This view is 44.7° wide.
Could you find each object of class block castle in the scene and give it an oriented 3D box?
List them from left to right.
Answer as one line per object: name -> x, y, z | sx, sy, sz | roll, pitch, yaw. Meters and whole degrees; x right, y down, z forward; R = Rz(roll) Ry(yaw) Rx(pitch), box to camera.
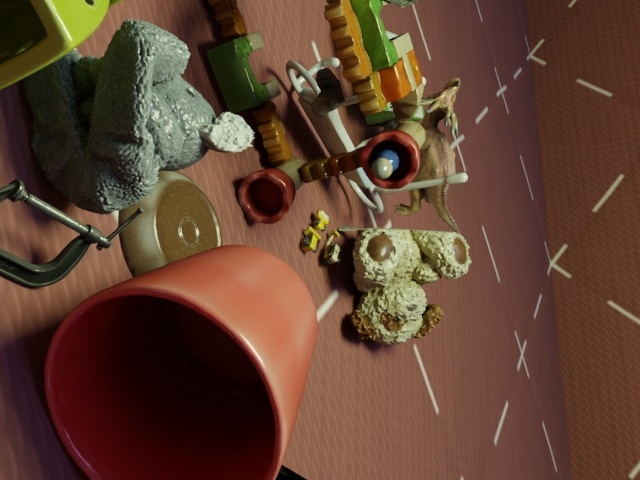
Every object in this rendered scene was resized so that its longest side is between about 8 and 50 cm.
block castle -> -0.037, -0.271, 1.151 | 0.453, 0.303, 0.213 | 70, 23, -15

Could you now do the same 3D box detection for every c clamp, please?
c clamp -> -0.285, -0.014, 0.802 | 0.161, 0.137, 0.022 | 31, 15, -49

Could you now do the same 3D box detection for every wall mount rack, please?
wall mount rack -> 0.092, -0.195, 1.388 | 0.130, 0.304, 0.350 | -39, 125, -10

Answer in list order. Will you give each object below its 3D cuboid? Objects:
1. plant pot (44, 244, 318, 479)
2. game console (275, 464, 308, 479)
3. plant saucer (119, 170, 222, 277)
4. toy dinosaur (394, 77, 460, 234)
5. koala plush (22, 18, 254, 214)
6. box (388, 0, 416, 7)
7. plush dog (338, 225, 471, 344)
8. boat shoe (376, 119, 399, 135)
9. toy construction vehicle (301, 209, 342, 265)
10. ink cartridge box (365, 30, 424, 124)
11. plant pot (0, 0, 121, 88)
plant pot -> -0.127, 0.133, 0.886 | 0.243, 0.275, 0.274 | -48, 122, -64
game console -> -0.118, 0.377, 1.021 | 0.361, 0.044, 0.213 | 45, 42, -45
plant saucer -> -0.188, -0.008, 1.048 | 0.199, 0.036, 0.198 | 29, 55, -54
toy dinosaur -> 0.219, -0.164, 1.506 | 0.127, 0.200, 0.295 | 2, 62, -31
koala plush -> -0.205, -0.134, 0.925 | 0.221, 0.196, 0.203 | -7, 98, -62
box -> 0.095, -0.405, 1.105 | 0.094, 0.027, 0.137 | -23, 97, -66
plush dog -> 0.134, 0.090, 1.498 | 0.262, 0.211, 0.225 | 1, 93, -33
boat shoe -> 0.188, -0.189, 1.756 | 0.116, 0.099, 0.319 | 58, 6, 17
toy construction vehicle -> 0.000, 0.000, 1.399 | 0.086, 0.035, 0.098 | 44, 40, -31
ink cartridge box -> 0.122, -0.351, 1.686 | 0.255, 0.097, 0.188 | -8, 87, -60
plant pot -> -0.322, -0.267, 0.716 | 0.228, 0.227, 0.207 | 64, 25, -24
